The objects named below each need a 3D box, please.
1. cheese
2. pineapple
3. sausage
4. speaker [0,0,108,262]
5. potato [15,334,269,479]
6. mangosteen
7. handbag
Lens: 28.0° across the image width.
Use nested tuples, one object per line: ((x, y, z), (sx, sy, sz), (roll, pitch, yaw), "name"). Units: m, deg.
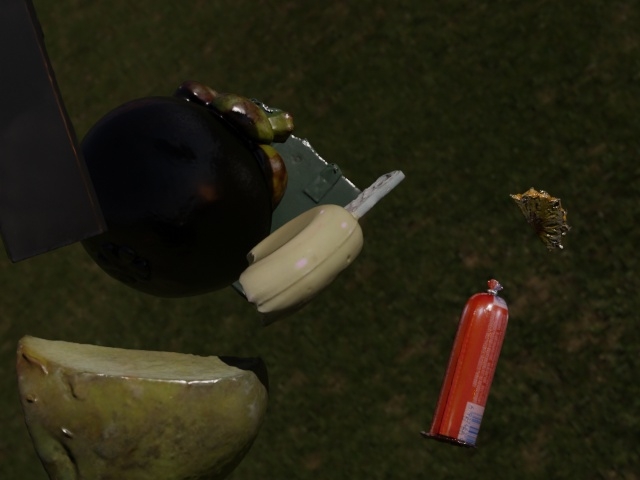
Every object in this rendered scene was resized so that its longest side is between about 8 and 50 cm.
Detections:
((0.011, -0.004, 1.467), (0.249, 0.071, 0.163), (-37, 11, -9), "cheese")
((0.244, -0.027, 1.390), (0.045, 0.083, 0.019), (-29, 24, 14), "pineapple")
((0.126, 0.102, 1.089), (0.050, 0.048, 0.145), (12, 81, 28), "sausage")
((-0.233, -0.098, 0.975), (0.082, 0.218, 0.044), (-21, 11, -15), "speaker")
((-0.182, 0.201, 1.456), (0.255, 0.269, 0.112), (-21, 20, 6), "potato")
((-0.202, -0.080, 1.772), (0.297, 0.297, 0.313), (-9, 68, 42), "mangosteen")
((-0.092, -0.058, 2.015), (0.260, 0.247, 0.079), (-48, -9, -1), "handbag")
